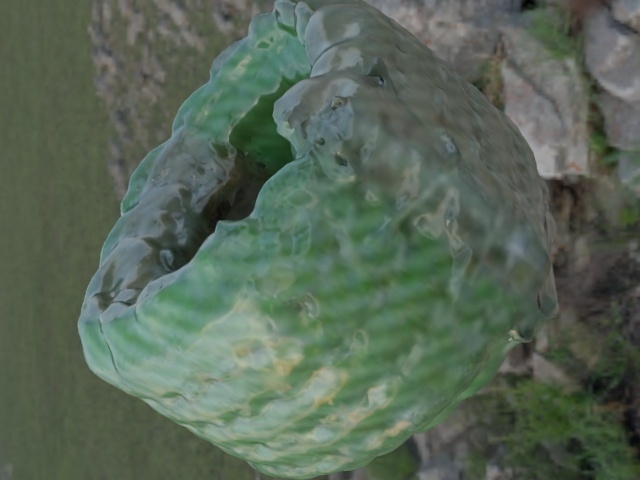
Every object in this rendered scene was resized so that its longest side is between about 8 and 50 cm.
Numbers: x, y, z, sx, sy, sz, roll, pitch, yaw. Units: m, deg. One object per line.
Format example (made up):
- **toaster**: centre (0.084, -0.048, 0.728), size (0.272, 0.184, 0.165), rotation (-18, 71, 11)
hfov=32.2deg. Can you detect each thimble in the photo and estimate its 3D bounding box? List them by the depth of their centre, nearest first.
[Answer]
- **thimble**: centre (0.000, 0.000, 0.515), size (0.219, 0.150, 0.219), rotation (-45, 24, 26)
